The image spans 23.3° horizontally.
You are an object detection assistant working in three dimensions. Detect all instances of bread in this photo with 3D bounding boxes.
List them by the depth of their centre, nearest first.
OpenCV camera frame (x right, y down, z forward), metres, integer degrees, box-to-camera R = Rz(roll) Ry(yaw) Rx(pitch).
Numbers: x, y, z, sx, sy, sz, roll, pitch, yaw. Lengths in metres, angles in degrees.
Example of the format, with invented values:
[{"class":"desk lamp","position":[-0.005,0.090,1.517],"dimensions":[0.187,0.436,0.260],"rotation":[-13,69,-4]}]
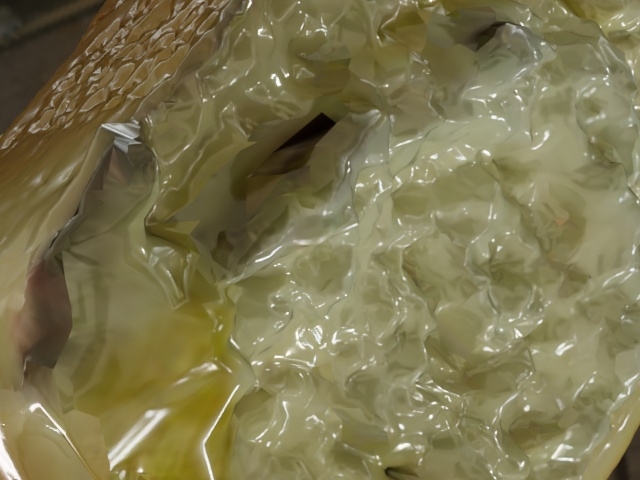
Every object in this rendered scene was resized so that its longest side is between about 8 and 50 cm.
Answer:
[{"class":"bread","position":[0.000,0.000,0.533],"dimensions":[0.315,0.211,0.270],"rotation":[-52,-160,-26]}]
